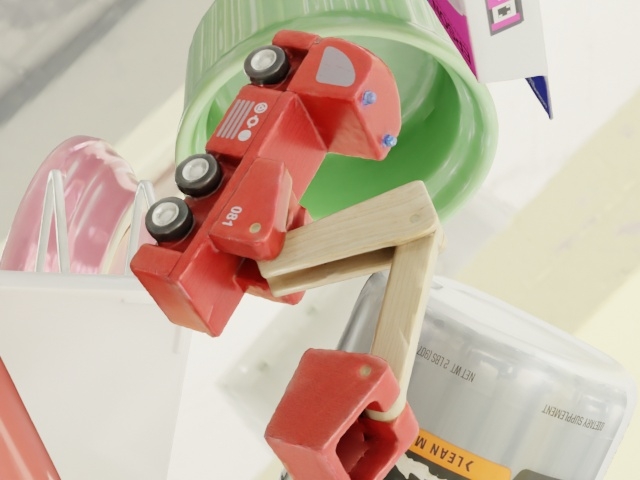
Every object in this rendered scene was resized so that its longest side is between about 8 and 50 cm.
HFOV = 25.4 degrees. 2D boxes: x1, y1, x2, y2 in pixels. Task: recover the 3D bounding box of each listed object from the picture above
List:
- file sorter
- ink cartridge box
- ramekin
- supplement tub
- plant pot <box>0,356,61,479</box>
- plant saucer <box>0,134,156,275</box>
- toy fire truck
[{"bbox_3d":[-0.239,0.060,0.905,0.173,0.278,0.192,-110,-152,-54],"label":"file sorter"},{"bbox_3d":[0.091,-0.242,1.004,0.069,0.371,0.175,-26,-124,0],"label":"ink cartridge box"},{"bbox_3d":[0.009,-0.131,1.368,0.303,0.303,0.148,-30,-137,22],"label":"ramekin"},{"bbox_3d":[0.060,0.192,0.928,0.193,0.194,0.316,32,-79,54],"label":"supplement tub"},{"bbox_3d":[-0.227,0.164,0.652,0.275,0.275,0.243,-48,-126,-2],"label":"plant pot"},{"bbox_3d":[-0.226,0.068,1.366,0.084,0.332,0.332,12,-123,7],"label":"plant saucer"},{"bbox_3d":[0.000,0.000,0.571,0.135,0.047,0.192,13,-120,31],"label":"toy fire truck"}]
